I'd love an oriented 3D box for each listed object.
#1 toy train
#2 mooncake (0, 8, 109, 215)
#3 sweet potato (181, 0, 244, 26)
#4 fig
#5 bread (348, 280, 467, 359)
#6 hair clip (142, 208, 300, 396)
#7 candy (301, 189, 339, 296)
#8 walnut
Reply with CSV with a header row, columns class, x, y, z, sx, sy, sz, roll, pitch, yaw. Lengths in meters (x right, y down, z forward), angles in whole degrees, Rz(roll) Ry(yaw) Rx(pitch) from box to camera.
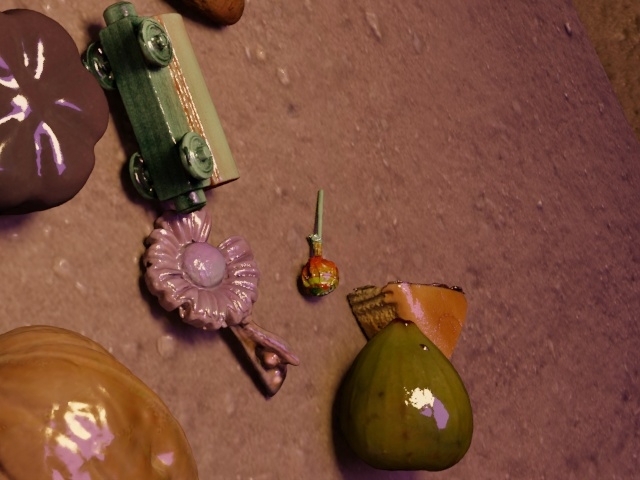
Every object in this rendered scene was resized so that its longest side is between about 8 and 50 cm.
class,x,y,z,sx,sy,sz,roll,pitch,yaw
toy train,-0.197,-0.178,1.368,0.177,0.116,0.285,-24,93,-65
mooncake,-0.351,-0.143,1.139,0.245,0.133,0.245,13,72,-45
sweet potato,-0.224,-0.413,1.443,0.341,0.092,0.114,45,20,-33
fig,0.128,0.229,1.538,0.203,0.203,0.225,1,89,-52
bread,0.149,0.104,1.680,0.160,0.140,0.169,-46,113,-44
hair clip,-0.119,0.088,1.388,0.300,0.069,0.173,53,34,-24
candy,0.000,0.000,1.607,0.060,0.060,0.201,36,41,-39
walnut,-0.254,0.240,0.996,0.252,0.277,0.313,-39,123,-17
